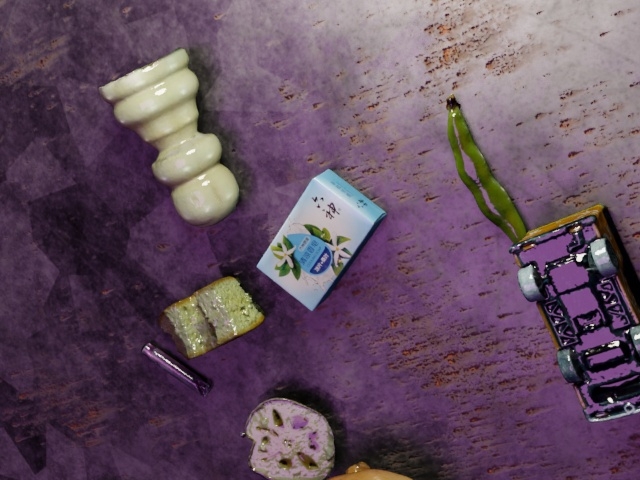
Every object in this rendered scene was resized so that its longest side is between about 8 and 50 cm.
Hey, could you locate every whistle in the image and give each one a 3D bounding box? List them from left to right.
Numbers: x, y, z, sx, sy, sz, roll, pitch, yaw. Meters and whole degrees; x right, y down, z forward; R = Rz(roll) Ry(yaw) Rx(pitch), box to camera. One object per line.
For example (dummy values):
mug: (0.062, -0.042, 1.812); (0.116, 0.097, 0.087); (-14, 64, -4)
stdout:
whistle: (-0.314, 0.280, 1.985); (0.176, 0.033, 0.033); (33, 116, 10)

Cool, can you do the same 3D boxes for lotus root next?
lotus root: (-0.059, 0.413, 1.901); (0.203, 0.078, 0.183); (26, 102, 5)

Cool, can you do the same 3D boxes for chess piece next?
chess piece: (-0.267, -0.183, 1.751); (0.182, 0.182, 0.330); (-20, 105, 27)

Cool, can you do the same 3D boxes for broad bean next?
broad bean: (0.277, -0.114, 1.605); (0.060, 0.043, 0.297); (-28, 94, 18)

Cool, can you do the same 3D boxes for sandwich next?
sandwich: (-0.248, 0.173, 1.873); (0.235, 0.128, 0.122); (-30, 86, 27)

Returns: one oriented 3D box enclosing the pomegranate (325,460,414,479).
pomegranate: (0.093, 0.585, 1.777); (0.338, 0.338, 0.338); (7, 109, 20)

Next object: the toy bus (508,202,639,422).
toy bus: (0.459, 0.115, 1.521); (0.162, 0.194, 0.323); (-24, 94, 27)

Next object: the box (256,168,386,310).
box: (0.000, 0.000, 1.735); (0.142, 0.083, 0.232); (38, 118, 8)
